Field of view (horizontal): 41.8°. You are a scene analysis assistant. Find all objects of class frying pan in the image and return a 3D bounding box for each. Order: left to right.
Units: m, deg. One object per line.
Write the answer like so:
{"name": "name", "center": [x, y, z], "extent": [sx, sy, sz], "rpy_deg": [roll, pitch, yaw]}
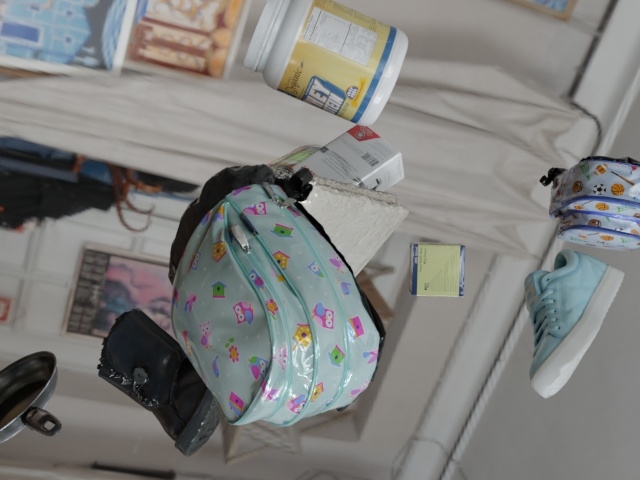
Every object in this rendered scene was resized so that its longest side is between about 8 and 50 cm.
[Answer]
{"name": "frying pan", "center": [-0.439, 0.241, 1.281], "extent": [0.326, 0.053, 0.197], "rpy_deg": [-12, -148, 34]}

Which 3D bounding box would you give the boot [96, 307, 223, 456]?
{"name": "boot", "center": [-0.209, 0.164, 1.198], "extent": [0.094, 0.207, 0.246], "rpy_deg": [-27, 153, -57]}

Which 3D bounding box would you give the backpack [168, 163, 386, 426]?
{"name": "backpack", "center": [-0.039, 0.050, 0.607], "extent": [0.182, 0.115, 0.152], "rpy_deg": [53, -41, 35]}

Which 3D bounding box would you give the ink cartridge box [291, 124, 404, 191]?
{"name": "ink cartridge box", "center": [0.041, -0.100, 1.241], "extent": [0.099, 0.135, 0.056], "rpy_deg": [44, -19, 36]}

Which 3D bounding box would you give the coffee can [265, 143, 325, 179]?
{"name": "coffee can", "center": [-0.063, -0.054, 1.573], "extent": [0.275, 0.201, 0.201], "rpy_deg": [-36, 152, -58]}

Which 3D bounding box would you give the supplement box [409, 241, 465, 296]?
{"name": "supplement box", "center": [0.186, 0.046, 1.343], "extent": [0.056, 0.083, 0.083], "rpy_deg": [-65, 156, -86]}

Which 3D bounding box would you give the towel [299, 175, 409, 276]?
{"name": "towel", "center": [0.000, 0.000, 1.139], "extent": [0.049, 0.282, 0.187], "rpy_deg": [46, -72, 25]}

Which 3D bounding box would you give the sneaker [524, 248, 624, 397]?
{"name": "sneaker", "center": [0.408, 0.134, 1.467], "extent": [0.366, 0.150, 0.135], "rpy_deg": [-40, 153, -50]}

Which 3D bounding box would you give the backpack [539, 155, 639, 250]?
{"name": "backpack", "center": [0.663, -0.091, 1.925], "extent": [0.263, 0.276, 0.213], "rpy_deg": [85, 11, -74]}

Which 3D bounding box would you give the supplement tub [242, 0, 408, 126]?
{"name": "supplement tub", "center": [0.006, -0.258, 1.165], "extent": [0.144, 0.199, 0.144], "rpy_deg": [-158, -90, -83]}
